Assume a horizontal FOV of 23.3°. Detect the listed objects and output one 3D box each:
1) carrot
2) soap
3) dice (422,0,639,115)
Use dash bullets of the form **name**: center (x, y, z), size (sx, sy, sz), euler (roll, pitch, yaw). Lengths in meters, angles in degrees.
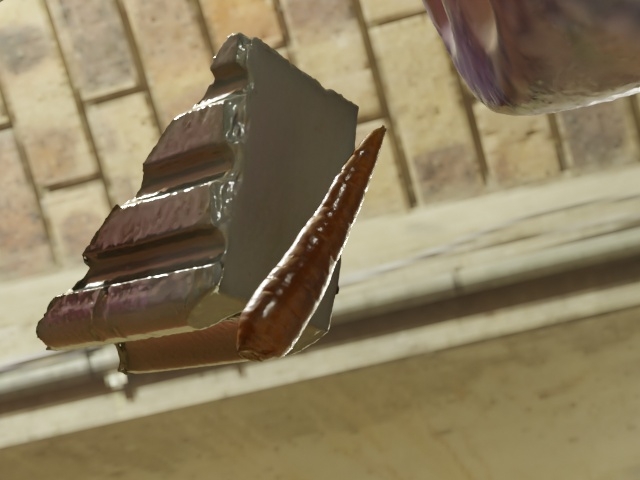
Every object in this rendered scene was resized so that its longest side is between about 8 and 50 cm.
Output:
- **carrot**: center (0.000, 0.000, 1.174), size (0.216, 0.048, 0.048), euler (-60, -33, -20)
- **soap**: center (-0.115, -0.020, 1.425), size (0.159, 0.302, 0.258), euler (19, -110, -38)
- **dice**: center (0.177, -0.234, 0.858), size (0.270, 0.270, 0.271), euler (-131, 22, -81)
